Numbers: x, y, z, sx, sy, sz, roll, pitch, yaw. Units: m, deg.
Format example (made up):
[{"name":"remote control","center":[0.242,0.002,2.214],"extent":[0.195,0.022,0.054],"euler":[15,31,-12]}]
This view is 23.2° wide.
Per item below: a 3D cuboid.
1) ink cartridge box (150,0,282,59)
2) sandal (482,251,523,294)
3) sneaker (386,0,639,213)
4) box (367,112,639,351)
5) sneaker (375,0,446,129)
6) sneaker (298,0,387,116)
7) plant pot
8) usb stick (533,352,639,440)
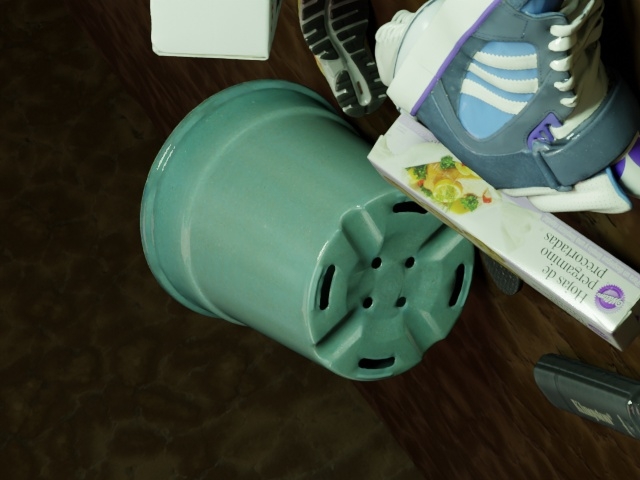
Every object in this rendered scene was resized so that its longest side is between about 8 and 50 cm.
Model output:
[{"name":"ink cartridge box","center":[-0.092,-0.314,1.520],"extent":[0.273,0.114,0.197],"euler":[-81,-6,-62]},{"name":"sandal","center":[0.208,-0.017,1.703],"extent":[0.067,0.040,0.179],"euler":[37,143,49]},{"name":"sneaker","center":[0.205,-0.135,1.223],"extent":[0.236,0.130,0.323],"euler":[35,150,-1]},{"name":"box","center":[0.184,-0.013,1.526],"extent":[0.324,0.063,0.067],"euler":[38,178,29]},{"name":"sneaker","center":[0.093,-0.187,1.557],"extent":[0.091,0.094,0.258],"euler":[51,169,12]},{"name":"sneaker","center":[0.014,-0.244,1.804],"extent":[0.094,0.081,0.208],"euler":[-116,7,-49]},{"name":"plant pot","center":[0.000,0.000,1.981],"extent":[0.334,0.341,0.341],"euler":[30,152,50]},{"name":"usb stick","center":[0.312,0.175,1.734],"extent":[0.077,0.045,0.278],"euler":[60,169,-10]}]
